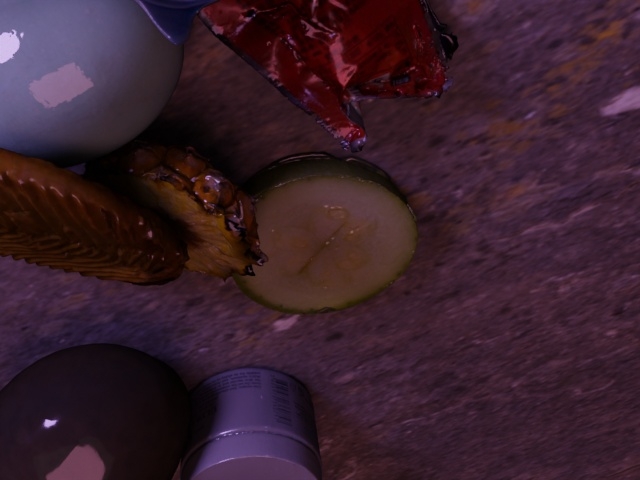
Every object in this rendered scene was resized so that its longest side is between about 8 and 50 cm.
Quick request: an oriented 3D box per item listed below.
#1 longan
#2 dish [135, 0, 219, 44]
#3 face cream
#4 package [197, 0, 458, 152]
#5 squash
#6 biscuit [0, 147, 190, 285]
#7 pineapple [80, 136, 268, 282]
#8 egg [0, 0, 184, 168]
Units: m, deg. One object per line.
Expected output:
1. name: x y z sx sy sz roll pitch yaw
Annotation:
1. longan: -0.267 0.231 1.012 0.248 0.248 0.248 -4 129 -5
2. dish: -0.132 -0.265 0.672 0.236 0.086 0.227 -19 103 -31
3. face cream: -0.089 0.272 1.104 0.178 0.152 0.177 -4 127 -5
4. package: 0.004 -0.209 0.784 0.194 0.071 0.269 -37 122 3
5. squash: 0.001 0.003 0.969 0.219 0.041 0.219 -3 129 -4
6. biscuit: -0.278 -0.019 0.796 0.318 0.040 0.318 13 163 4
7. pineapple: -0.146 -0.035 0.860 0.225 0.076 0.224 16 152 8
8. egg: -0.228 -0.146 0.734 0.231 0.168 0.168 -21 128 7
